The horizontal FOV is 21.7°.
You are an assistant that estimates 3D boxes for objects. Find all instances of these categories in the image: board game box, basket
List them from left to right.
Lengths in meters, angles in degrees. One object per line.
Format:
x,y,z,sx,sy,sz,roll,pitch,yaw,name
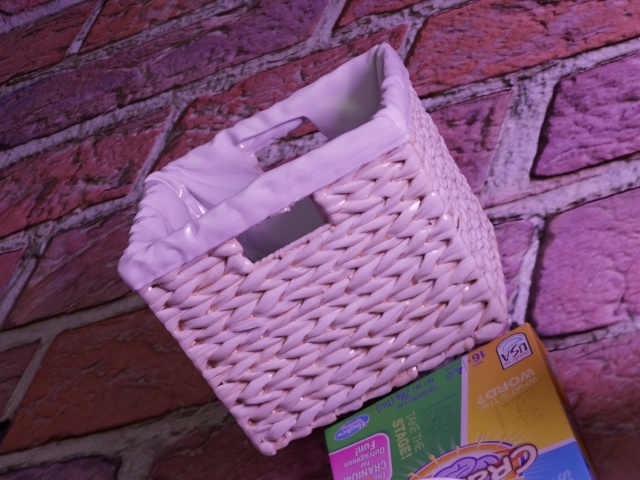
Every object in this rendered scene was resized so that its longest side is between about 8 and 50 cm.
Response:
0.000,0.000,1.788,0.328,0.266,0.331,-29,17,11,basket
0.138,0.238,1.562,0.242,0.064,0.316,-29,30,9,board game box

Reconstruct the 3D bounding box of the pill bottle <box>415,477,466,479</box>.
0.088,0.330,1.286,0.162,0.162,0.278,-20,35,24,pill bottle
